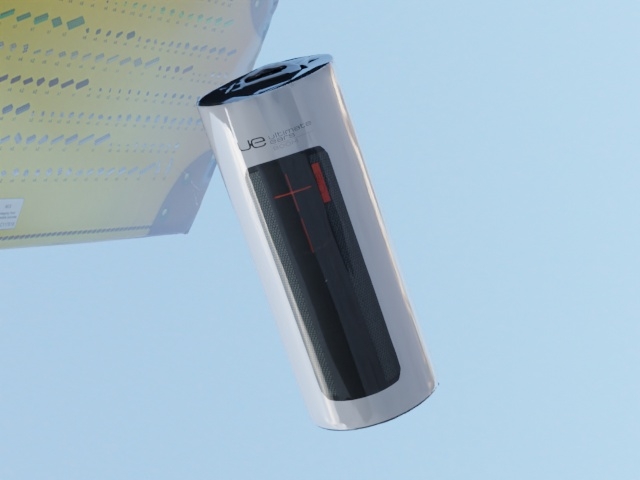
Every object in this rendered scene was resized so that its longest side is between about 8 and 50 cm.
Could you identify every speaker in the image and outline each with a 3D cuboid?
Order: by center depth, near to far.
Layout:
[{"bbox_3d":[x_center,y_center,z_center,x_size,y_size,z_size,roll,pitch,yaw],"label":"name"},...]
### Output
[{"bbox_3d":[0.000,0.000,0.528,0.055,0.055,0.136,-27,-72,-26],"label":"speaker"}]

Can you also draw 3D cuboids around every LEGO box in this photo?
[{"bbox_3d":[-0.294,-0.151,0.661,0.500,0.373,0.193,-7,-58,-68],"label":"LEGO box"}]
